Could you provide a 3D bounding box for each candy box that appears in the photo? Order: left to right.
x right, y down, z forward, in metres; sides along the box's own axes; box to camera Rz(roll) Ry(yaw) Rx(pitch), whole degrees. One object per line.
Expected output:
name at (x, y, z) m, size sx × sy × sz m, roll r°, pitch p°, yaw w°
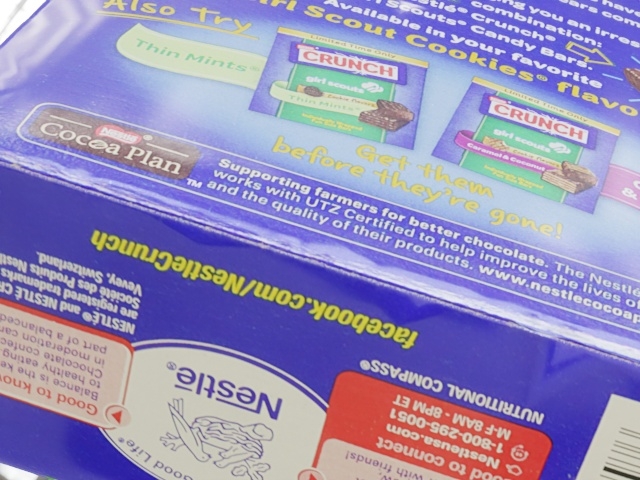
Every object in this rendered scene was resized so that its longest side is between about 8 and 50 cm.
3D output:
candy box at (0.041, -0.024, 0.532) m, size 0.268 × 0.317 × 0.122 m, roll 18°, pitch -56°, yaw 5°
